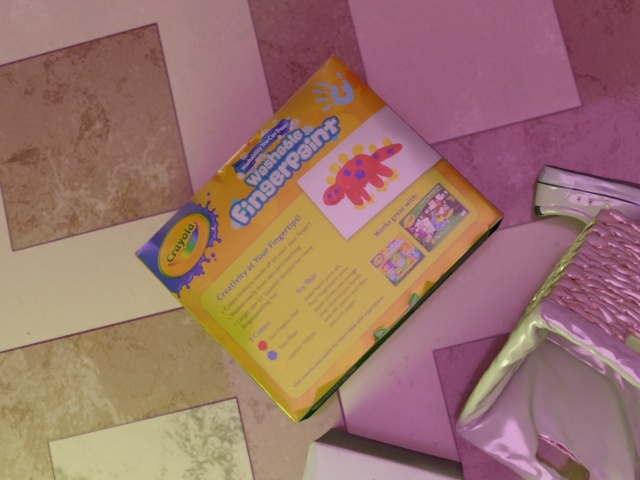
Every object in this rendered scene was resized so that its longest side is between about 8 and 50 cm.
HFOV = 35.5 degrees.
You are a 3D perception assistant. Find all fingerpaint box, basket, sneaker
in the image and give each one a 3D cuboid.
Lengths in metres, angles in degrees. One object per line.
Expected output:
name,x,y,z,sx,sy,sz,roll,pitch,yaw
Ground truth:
fingerpaint box,0.000,0.000,1.592,0.371,0.163,0.445,44,90,9
basket,0.419,0.196,1.402,0.328,0.331,0.266,32,49,9
sneaker,0.466,-0.049,1.586,0.258,0.094,0.091,15,103,13

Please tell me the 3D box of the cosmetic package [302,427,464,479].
cosmetic package,0.092,0.382,1.501,0.224,0.224,0.138,13,87,9
